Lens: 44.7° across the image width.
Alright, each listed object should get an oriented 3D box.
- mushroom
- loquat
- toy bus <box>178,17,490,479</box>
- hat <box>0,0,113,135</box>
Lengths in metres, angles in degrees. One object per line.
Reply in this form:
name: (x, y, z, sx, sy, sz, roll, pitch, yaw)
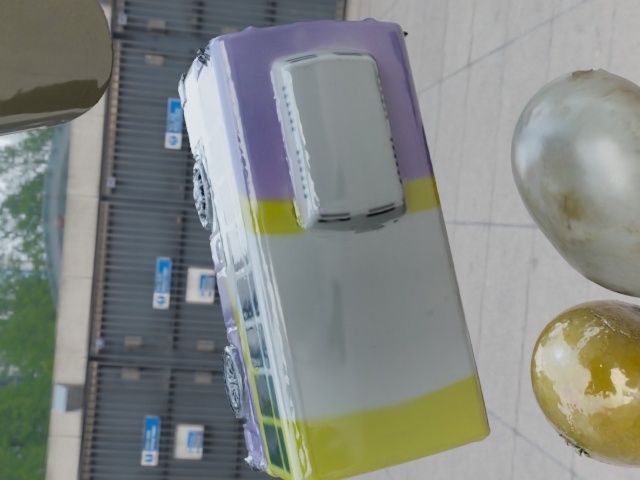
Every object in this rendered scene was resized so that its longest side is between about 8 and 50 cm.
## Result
mushroom: (0.379, -0.089, 0.889, 0.290, 0.297, 0.297, -40, 23, 14)
loquat: (0.442, 0.203, 1.140, 0.263, 0.263, 0.263, -176, 90, -83)
toy bus: (0.000, 0.000, 0.781, 0.249, 0.209, 0.439, 152, 108, -71)
hat: (-0.158, -0.043, 0.337, 0.166, 0.173, 0.144, -42, 59, 33)
